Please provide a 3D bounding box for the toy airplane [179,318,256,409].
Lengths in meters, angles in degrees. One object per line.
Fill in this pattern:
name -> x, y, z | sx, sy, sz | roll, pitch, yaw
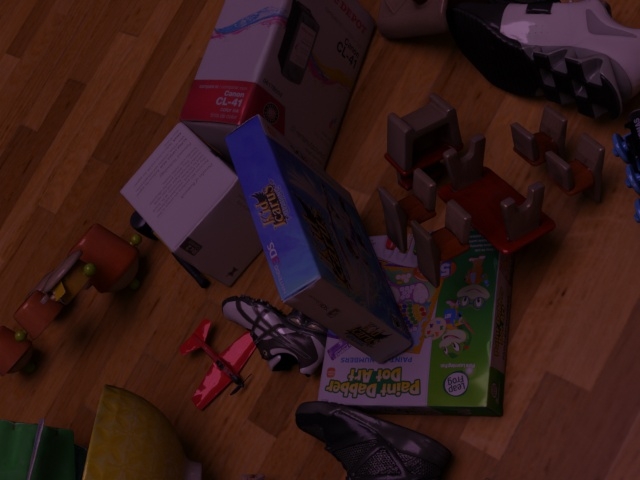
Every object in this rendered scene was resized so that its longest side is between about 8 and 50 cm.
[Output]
toy airplane -> -0.157, 0.175, 1.506 | 0.151, 0.028, 0.151 | -14, 59, 26

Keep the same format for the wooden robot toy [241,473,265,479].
wooden robot toy -> -0.036, 0.354, 1.315 | 0.079, 0.076, 0.173 | -39, 52, -2

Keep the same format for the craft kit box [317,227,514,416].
craft kit box -> 0.128, 0.109, 1.336 | 0.250, 0.061, 0.246 | -6, 67, 32

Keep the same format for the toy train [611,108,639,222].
toy train -> 0.415, -0.072, 1.200 | 0.080, 0.105, 0.184 | -28, 54, 30

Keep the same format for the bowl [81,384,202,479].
bowl -> -0.250, 0.352, 1.377 | 0.156, 0.289, 0.289 | 10, 68, -8

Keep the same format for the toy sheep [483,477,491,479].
toy sheep -> 0.190, 0.331, 1.167 | 0.132, 0.091, 0.091 | 27, 84, 53

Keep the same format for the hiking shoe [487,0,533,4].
hiking shoe -> 0.256, -0.417, 1.417 | 0.086, 0.114, 0.227 | -36, 91, -9

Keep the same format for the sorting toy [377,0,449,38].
sorting toy -> 0.122, -0.426, 1.521 | 0.307, 0.041, 0.229 | -160, 74, -67

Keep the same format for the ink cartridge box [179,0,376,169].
ink cartridge box -> -0.059, -0.262, 1.529 | 0.131, 0.226, 0.306 | 11, 74, 36

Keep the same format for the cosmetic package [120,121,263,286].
cosmetic package -> -0.180, -0.056, 1.555 | 0.151, 0.151, 0.184 | -49, 52, 3

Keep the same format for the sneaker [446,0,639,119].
sneaker -> 0.321, -0.275, 1.372 | 0.146, 0.122, 0.330 | -43, 48, -15

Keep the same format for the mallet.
mallet -> -0.246, 0.012, 1.622 | 0.039, 0.062, 0.190 | -48, 51, 1

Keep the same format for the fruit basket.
fruit basket -> -0.438, 0.440, 1.439 | 0.327, 0.166, 0.353 | 146, 127, -65

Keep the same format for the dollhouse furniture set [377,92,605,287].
dollhouse furniture set -> 0.196, -0.071, 1.308 | 0.262, 0.135, 0.259 | -27, 46, -15

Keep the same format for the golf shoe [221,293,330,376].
golf shoe -> -0.075, 0.137, 1.439 | 0.198, 0.077, 0.093 | 12, 76, 37

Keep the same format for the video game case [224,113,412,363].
video game case -> 0.000, 0.000, 1.281 | 0.061, 0.244, 0.269 | -33, 54, 16

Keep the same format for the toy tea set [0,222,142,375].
toy tea set -> -0.421, 0.115, 1.660 | 0.336, 0.124, 0.200 | -40, 15, 33

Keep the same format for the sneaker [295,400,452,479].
sneaker -> 0.044, 0.287, 1.280 | 0.228, 0.087, 0.130 | 17, 71, 32
